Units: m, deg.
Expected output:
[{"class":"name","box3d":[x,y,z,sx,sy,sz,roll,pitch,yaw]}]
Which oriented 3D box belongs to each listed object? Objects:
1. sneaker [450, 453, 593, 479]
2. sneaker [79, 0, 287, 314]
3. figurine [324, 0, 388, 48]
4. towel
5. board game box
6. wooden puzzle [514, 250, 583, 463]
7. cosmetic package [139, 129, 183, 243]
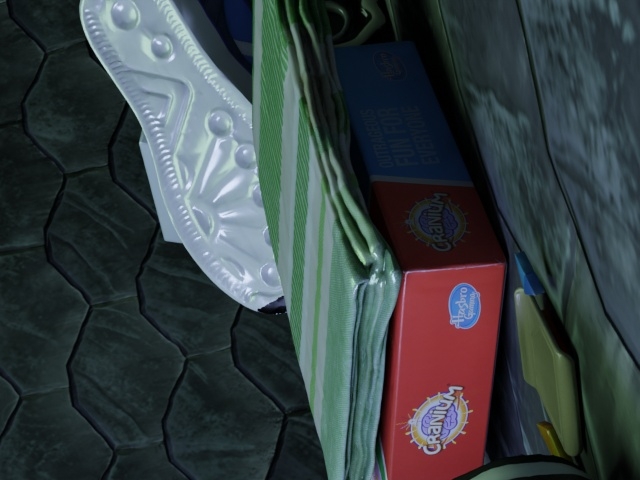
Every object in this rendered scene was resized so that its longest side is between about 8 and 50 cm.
[{"class":"sneaker","box3d":[0.117,0.291,0.963,0.257,0.169,0.447,-93,4,-51]},{"class":"sneaker","box3d":[-0.057,-0.113,1.555,0.323,0.130,0.236,60,-154,-1]},{"class":"figurine","box3d":[-0.001,-0.175,1.481,0.209,0.092,0.215,76,180,-61]},{"class":"towel","box3d":[-0.002,-0.022,1.217,0.248,0.038,0.325,94,165,-48]},{"class":"board game box","box3d":[0.052,0.063,1.247,0.242,0.064,0.316,-107,15,-50]},{"class":"wooden puzzle","box3d":[0.122,0.069,0.975,0.078,0.014,0.116,-114,11,-50]},{"class":"cosmetic package","box3d":[-0.079,-0.133,1.780,0.224,0.138,0.225,86,-169,-66]}]
